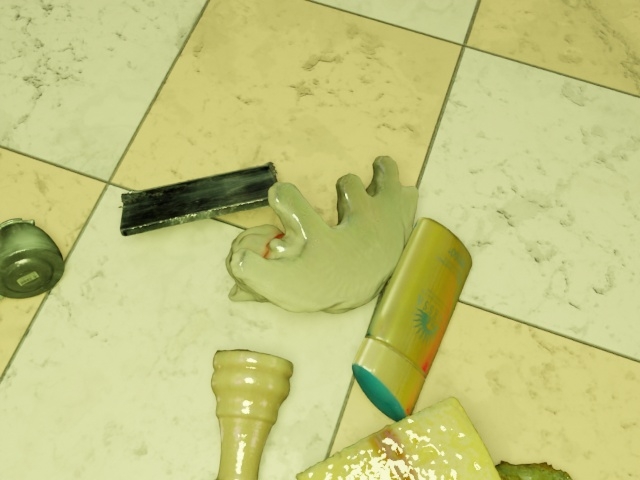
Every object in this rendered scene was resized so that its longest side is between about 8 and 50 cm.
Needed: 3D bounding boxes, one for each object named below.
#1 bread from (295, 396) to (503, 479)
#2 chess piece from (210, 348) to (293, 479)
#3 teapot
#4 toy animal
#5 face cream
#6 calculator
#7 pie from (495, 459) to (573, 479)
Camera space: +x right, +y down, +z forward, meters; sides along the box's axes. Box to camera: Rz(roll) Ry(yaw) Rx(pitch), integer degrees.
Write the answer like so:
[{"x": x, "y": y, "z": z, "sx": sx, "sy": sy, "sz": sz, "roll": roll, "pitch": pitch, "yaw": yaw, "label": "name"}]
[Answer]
[{"x": 0.111, "y": 0.336, "z": 0.885, "sx": 0.240, "sy": 0.135, "sz": 0.178, "roll": -27, "pitch": 67, "yaw": -4, "label": "bread"}, {"x": -0.118, "y": 0.352, "z": 0.907, "sx": 0.117, "sy": 0.117, "sz": 0.398, "roll": 6, "pitch": 68, "yaw": 1, "label": "chess piece"}, {"x": -0.471, "y": 0.033, "z": 1.056, "sx": 0.111, "sy": 0.149, "sz": 0.108, "roll": 4, "pitch": 41, "yaw": -41, "label": "teapot"}, {"x": 0.000, "y": 0.000, "z": 1.055, "sx": 0.266, "sy": 0.188, "sz": 0.308, "roll": 29, "pitch": 60, "yaw": -16, "label": "toy animal"}, {"x": 0.138, "y": 0.118, "z": 1.014, "sx": 0.139, "sy": 0.067, "sz": 0.285, "roll": 42, "pitch": 64, "yaw": -33, "label": "face cream"}, {"x": -0.193, "y": -0.069, "z": 1.087, "sx": 0.261, "sy": 0.021, "sz": 0.161, "roll": -12, "pitch": 27, "yaw": -6, "label": "calculator"}, {"x": 0.242, "y": 0.451, "z": 0.875, "sx": 0.288, "sy": 0.103, "sz": 0.354, "roll": 42, "pitch": 72, "yaw": 14, "label": "pie"}]
